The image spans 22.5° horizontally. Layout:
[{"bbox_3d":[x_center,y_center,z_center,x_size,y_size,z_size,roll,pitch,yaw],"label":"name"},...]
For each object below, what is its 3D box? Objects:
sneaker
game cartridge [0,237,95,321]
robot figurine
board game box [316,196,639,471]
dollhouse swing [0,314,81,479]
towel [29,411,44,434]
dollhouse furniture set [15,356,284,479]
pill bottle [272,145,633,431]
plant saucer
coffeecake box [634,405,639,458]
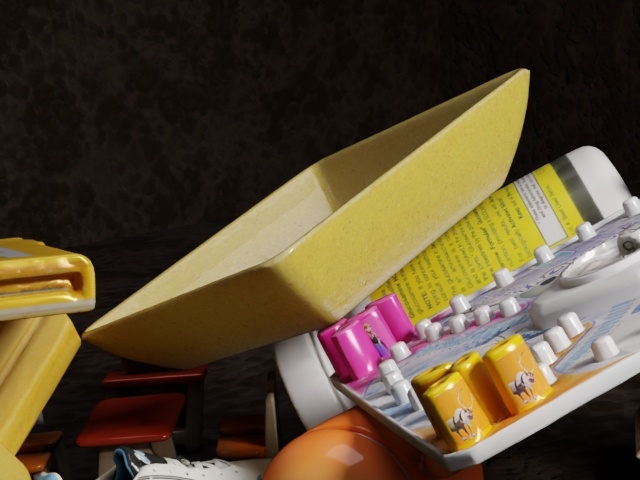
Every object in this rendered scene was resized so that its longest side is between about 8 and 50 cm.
[{"bbox_3d":[-0.116,0.200,1.277,0.237,0.086,0.085,-8,6,-33],"label":"sneaker"},{"bbox_3d":[-0.358,0.035,1.323,0.285,0.053,0.323,-6,7,-21],"label":"game cartridge"},{"bbox_3d":[0.035,0.184,1.151,0.158,0.128,0.219,8,12,27],"label":"robot figurine"},{"bbox_3d":[0.200,0.009,1.094,0.390,0.050,0.390,-29,7,-7],"label":"board game box"},{"bbox_3d":[-0.413,0.098,1.279,0.346,0.305,0.315,-1,-35,26],"label":"dollhouse swing"},{"bbox_3d":[-0.420,0.186,1.718,0.187,0.049,0.282,-9,10,-23],"label":"towel"},{"bbox_3d":[-0.165,0.152,1.470,0.262,0.135,0.259,-5,8,0],"label":"dollhouse furniture set"},{"bbox_3d":[0.136,0.071,1.407,0.334,0.188,0.188,-28,5,7],"label":"pill bottle"},{"bbox_3d":[0.000,0.000,1.373,0.333,0.081,0.332,-38,9,-35],"label":"plant saucer"},{"bbox_3d":[0.337,0.102,1.342,0.068,0.185,0.142,30,13,5],"label":"coffeecake box"}]
